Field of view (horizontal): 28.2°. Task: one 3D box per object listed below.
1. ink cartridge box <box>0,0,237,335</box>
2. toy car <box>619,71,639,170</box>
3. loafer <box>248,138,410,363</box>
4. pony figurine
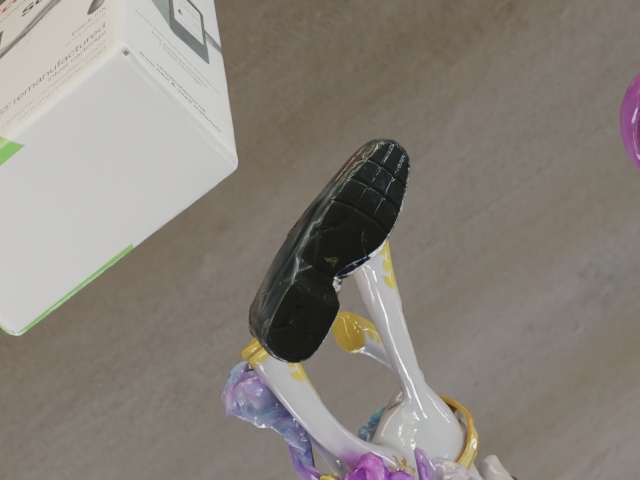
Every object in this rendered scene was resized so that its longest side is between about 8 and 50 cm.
[{"bbox_3d":[-0.173,-0.096,0.893,0.198,0.273,0.115,-37,121,14],"label":"ink cartridge box"},{"bbox_3d":[0.200,-0.065,0.575,0.159,0.182,0.136,33,121,-21],"label":"toy car"},{"bbox_3d":[0.000,0.000,0.886,0.062,0.061,0.170,37,85,-32],"label":"loafer"},{"bbox_3d":[0.069,0.224,1.189,0.303,0.363,0.351,-34,-175,44],"label":"pony figurine"}]
